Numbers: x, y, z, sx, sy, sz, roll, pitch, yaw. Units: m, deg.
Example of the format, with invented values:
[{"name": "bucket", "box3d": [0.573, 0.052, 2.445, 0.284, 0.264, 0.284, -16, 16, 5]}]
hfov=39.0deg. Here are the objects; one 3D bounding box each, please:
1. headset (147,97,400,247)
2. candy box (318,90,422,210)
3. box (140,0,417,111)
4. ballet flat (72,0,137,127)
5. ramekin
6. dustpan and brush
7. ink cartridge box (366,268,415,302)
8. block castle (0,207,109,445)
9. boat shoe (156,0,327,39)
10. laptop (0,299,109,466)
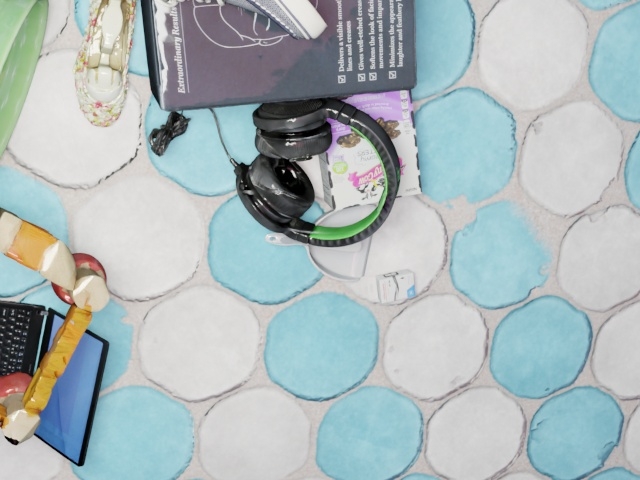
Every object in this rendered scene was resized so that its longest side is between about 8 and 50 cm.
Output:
[{"name": "headset", "box3d": [-0.070, -0.122, 1.453, 0.394, 0.185, 0.243, 21, 119, 5]}, {"name": "candy box", "box3d": [0.080, -0.165, 1.561, 0.165, 0.070, 0.196, -12, 109, -11]}, {"name": "box", "box3d": [-0.072, -0.371, 1.381, 0.395, 0.212, 0.293, -7, 108, -14]}, {"name": "ballet flat", "box3d": [-0.336, -0.291, 1.407, 0.091, 0.077, 0.241, 3, 106, -17]}, {"name": "ramekin", "box3d": [-0.505, -0.232, 1.267, 0.148, 0.303, 0.303, 20, 101, -12]}, {"name": "dustpan and brush", "box3d": [0.000, 0.000, 1.596, 0.211, 0.060, 0.147, 7, 105, -17]}, {"name": "ink cartridge box", "box3d": [0.131, 0.086, 1.676, 0.083, 0.028, 0.048, -12, 109, -11]}, {"name": "block castle", "box3d": [-0.559, 0.072, 1.307, 0.453, 0.213, 0.303, 29, 85, -22]}, {"name": "boat shoe", "box3d": [-0.160, -0.352, 1.196, 0.340, 0.127, 0.158, 42, 99, -14]}, {"name": "laptop", "box3d": [-0.506, 0.232, 1.490, 0.264, 0.136, 0.234, 10, 103, -21]}]
